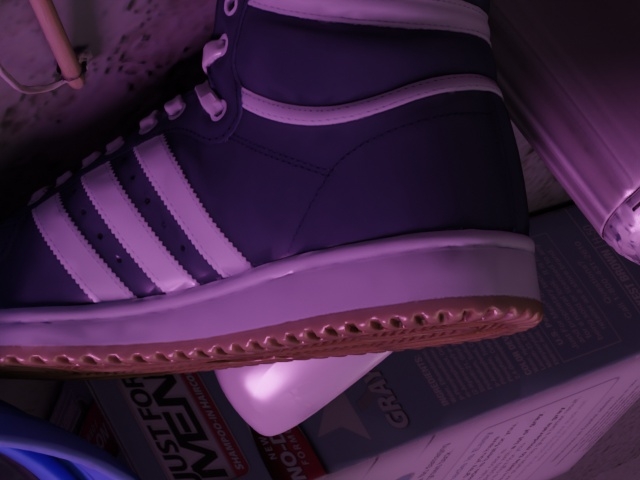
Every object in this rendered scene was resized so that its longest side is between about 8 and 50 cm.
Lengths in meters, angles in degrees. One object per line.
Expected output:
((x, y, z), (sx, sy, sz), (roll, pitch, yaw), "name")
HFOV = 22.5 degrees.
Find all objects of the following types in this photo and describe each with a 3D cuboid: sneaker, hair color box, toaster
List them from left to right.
((-0.054, -0.028, 0.620), (0.282, 0.153, 0.099), (-8, 171, 26), "sneaker")
((0.023, 0.106, 0.943), (0.374, 0.114, 0.185), (-17, 153, -33), "hair color box")
((0.161, -0.086, 0.677), (0.227, 0.146, 0.129), (-41, 155, 23), "toaster")

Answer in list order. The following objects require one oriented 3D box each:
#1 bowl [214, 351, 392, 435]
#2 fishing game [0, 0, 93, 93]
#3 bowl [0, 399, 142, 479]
((0.000, 0.000, 0.697), (0.142, 0.142, 0.053), (-41, 119, 19), "bowl")
((-0.197, -0.014, 0.520), (0.264, 0.041, 0.189), (-35, 165, -8), "fishing game")
((-0.224, 0.224, 0.650), (0.391, 0.077, 0.391), (-22, 129, -29), "bowl")
